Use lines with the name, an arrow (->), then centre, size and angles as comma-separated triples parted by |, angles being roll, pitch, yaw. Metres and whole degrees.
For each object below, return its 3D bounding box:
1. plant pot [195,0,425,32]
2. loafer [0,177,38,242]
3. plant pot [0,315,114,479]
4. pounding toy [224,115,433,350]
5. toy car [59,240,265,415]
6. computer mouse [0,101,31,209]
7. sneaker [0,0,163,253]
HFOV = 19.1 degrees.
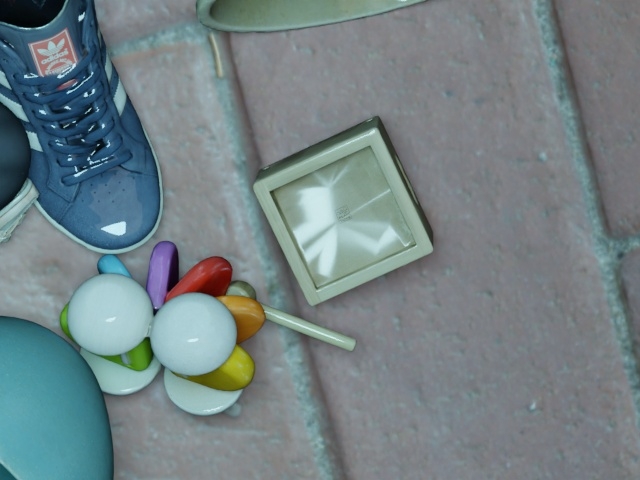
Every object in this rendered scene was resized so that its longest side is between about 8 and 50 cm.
plant pot -> 0.019, -0.378, 1.676 | 0.333, 0.334, 0.306 | -13, 85, -16
loafer -> -0.298, -0.007, 1.709 | 0.125, 0.045, 0.039 | -37, 118, 9
plant pot -> -0.292, 0.177, 1.631 | 0.290, 0.290, 0.195 | 47, 43, -13
pounding toy -> -0.001, 0.011, 1.786 | 0.206, 0.094, 0.181 | -24, 100, 8
toy car -> -0.137, 0.067, 1.704 | 0.182, 0.159, 0.136 | 13, 66, 7
computer mouse -> -0.386, -0.058, 1.634 | 0.272, 0.072, 0.189 | -9, 92, 1
sneaker -> -0.234, -0.146, 1.675 | 0.131, 0.148, 0.350 | -28, 100, -14
